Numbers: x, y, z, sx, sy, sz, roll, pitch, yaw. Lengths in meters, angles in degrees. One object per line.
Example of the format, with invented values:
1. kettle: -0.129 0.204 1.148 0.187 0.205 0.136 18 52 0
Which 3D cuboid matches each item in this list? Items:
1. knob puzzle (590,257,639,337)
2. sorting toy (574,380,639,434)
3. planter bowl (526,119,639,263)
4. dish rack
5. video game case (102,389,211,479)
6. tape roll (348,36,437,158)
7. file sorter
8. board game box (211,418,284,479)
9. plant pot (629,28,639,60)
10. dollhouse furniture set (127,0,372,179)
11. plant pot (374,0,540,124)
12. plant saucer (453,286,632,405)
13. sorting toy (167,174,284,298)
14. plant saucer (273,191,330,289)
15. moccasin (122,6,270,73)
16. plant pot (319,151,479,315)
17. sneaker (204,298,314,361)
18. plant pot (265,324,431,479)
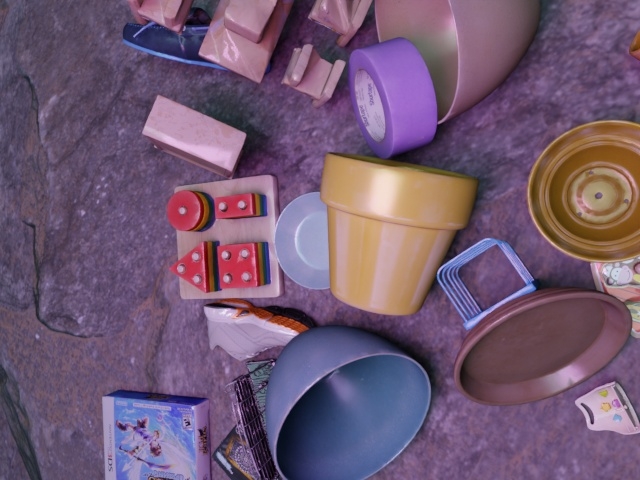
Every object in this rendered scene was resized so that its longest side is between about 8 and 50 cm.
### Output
1. knob puzzle: 0.530 0.065 0.813 0.213 0.030 0.212 0 91 24
2. sorting toy: 0.462 0.274 0.840 0.075 0.045 0.083 -30 79 28
3. planter bowl: 0.443 -0.073 0.815 0.218 0.090 0.216 0 90 23
4. dish rack: -0.112 0.336 0.971 0.074 0.271 0.208 -21 83 9
5. video game case: -0.381 0.484 1.195 0.270 0.061 0.243 -2 91 23
6. tape roll: 0.119 -0.241 0.882 0.080 0.189 0.188 -21 81 -9
7. file sorter: 0.275 0.064 0.848 0.118 0.170 0.104 -37 74 19
8. board game box: -0.138 0.488 1.108 0.186 0.026 0.126 43 106 17
9. plant pot: 0.582 -0.293 0.708 0.188 0.205 0.205 37 105 3
10. dollhouse furniture set: -0.164 -0.331 0.962 0.363 0.256 0.393 22 89 -13
11. plant pot: 0.231 -0.353 0.833 0.191 0.284 0.283 -20 81 -9
12. plant saucer: 0.336 0.165 0.801 0.278 0.278 0.041 -36 39 20
13. sorting toy: -0.217 -0.002 1.103 0.256 0.089 0.256 -4 89 23
14. plant saucer: 0.000 0.000 1.037 0.195 0.037 0.194 1 92 23
15. moccasin: -0.258 -0.437 1.103 0.343 0.137 0.116 14 110 10
16. plant pot: 0.115 -0.013 0.880 0.254 0.254 0.238 15 104 23
17. sneaker: -0.127 0.199 1.073 0.263 0.099 0.120 7 101 31
18. plant pot: 0.022 0.265 0.929 0.290 0.291 0.195 -61 34 12
